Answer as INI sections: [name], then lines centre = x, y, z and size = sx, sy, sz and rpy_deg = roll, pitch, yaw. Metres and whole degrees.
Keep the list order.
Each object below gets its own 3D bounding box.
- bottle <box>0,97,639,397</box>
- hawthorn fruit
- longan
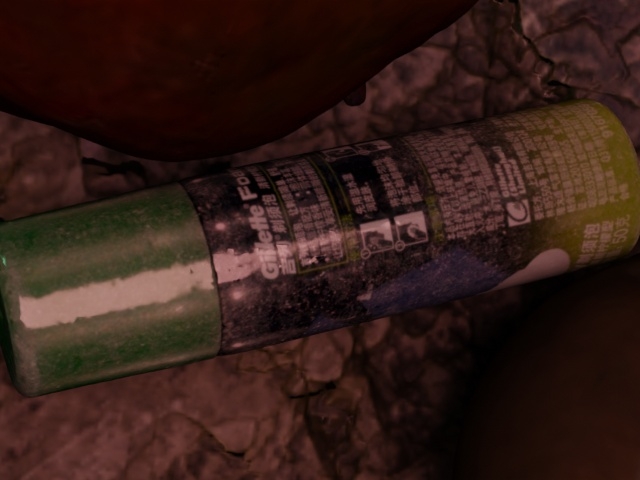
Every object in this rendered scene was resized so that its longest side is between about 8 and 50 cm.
[bottle]
centre = 0.000, 0.000, 0.745
size = 0.330, 0.093, 0.093
rpy_deg = -12, 99, -17
[hawthorn fruit]
centre = -0.067, -0.175, 0.603
size = 0.325, 0.308, 0.308
rpy_deg = 28, 86, -14
[longan]
centre = 0.181, 0.114, 0.752
size = 0.248, 0.248, 0.248
rpy_deg = -2, 95, -19
